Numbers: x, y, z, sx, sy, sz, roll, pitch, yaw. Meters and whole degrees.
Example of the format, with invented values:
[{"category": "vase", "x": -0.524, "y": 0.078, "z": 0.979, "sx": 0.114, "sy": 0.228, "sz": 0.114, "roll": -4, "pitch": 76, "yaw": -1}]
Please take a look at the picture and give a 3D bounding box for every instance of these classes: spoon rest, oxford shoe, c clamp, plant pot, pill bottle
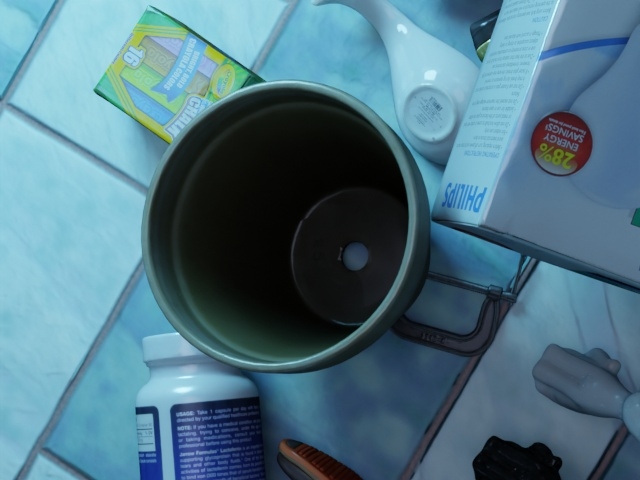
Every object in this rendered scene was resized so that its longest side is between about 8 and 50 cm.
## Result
[{"category": "spoon rest", "x": 0.109, "y": -0.214, "z": 1.925, "sx": 0.276, "sy": 0.084, "sz": 0.137, "roll": 51, "pitch": 124, "yaw": 4}, {"category": "oxford shoe", "x": 0.035, "y": 0.351, "z": 1.898, "sx": 0.271, "sy": 0.097, "sz": 0.098, "roll": 43, "pitch": 102, "yaw": 13}, {"category": "c clamp", "x": 0.162, "y": 0.070, "z": 1.926, "sx": 0.160, "sy": 0.022, "sz": 0.137, "roll": 9, "pitch": 93, "yaw": 12}, {"category": "plant pot", "x": 0.000, "y": 0.000, "z": 1.821, "sx": 0.323, "sy": 0.280, "sz": 0.323, "roll": -3, "pitch": 81, "yaw": 21}, {"category": "pill bottle", "x": -0.146, "y": 0.244, "z": 1.915, "sx": 0.153, "sy": 0.153, "sz": 0.265, "roll": -6, "pitch": 85, "yaw": 13}]

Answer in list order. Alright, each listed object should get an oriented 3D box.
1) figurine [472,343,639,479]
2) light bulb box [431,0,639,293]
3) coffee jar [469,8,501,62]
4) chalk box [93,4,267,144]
[{"category": "figurine", "x": 0.304, "y": 0.232, "z": 1.780, "sx": 0.215, "sy": 0.092, "sz": 0.209, "roll": -57, "pitch": 33, "yaw": -3}, {"category": "light bulb box", "x": 0.359, "y": -0.130, "z": 1.733, "sx": 0.358, "sy": 0.225, "sz": 0.361, "roll": 19, "pitch": 90, "yaw": -10}, {"category": "coffee jar", "x": 0.254, "y": -0.196, "z": 1.891, "sx": 0.096, "sy": 0.079, "sz": 0.184, "roll": -27, "pitch": 80, "yaw": 9}, {"category": "chalk box", "x": -0.145, "y": -0.173, "z": 1.956, "sx": 0.213, "sy": 0.132, "sz": 0.132, "roll": 35, "pitch": 94, "yaw": 12}]
